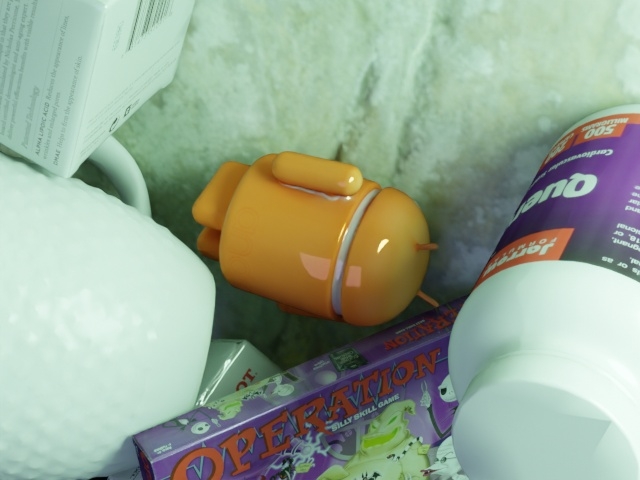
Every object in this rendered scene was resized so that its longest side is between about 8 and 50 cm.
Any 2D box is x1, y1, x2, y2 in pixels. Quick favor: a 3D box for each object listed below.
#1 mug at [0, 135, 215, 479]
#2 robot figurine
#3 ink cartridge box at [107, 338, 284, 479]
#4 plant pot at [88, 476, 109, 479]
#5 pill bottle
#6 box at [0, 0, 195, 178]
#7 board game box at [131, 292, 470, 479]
[{"bbox_3d":[-0.266,0.029,1.194,0.328,0.374,0.276,15,141,-15],"label":"mug"},{"bbox_3d":[0.000,0.001,1.191,0.219,0.128,0.158,17,102,18],"label":"robot figurine"},{"bbox_3d":[-0.056,0.229,1.314,0.237,0.172,0.100,42,160,-20],"label":"ink cartridge box"},{"bbox_3d":[-0.262,0.300,1.525,0.187,0.167,0.188,-31,106,41],"label":"plant pot"},{"bbox_3d":[0.203,0.048,0.979,0.181,0.323,0.182,14,128,19],"label":"pill bottle"},{"bbox_3d":[-0.194,-0.183,1.124,0.119,0.181,0.182,29,132,8],"label":"box"},{"bbox_3d":[0.018,0.190,1.201,0.056,0.346,0.208,40,146,52],"label":"board game box"}]
